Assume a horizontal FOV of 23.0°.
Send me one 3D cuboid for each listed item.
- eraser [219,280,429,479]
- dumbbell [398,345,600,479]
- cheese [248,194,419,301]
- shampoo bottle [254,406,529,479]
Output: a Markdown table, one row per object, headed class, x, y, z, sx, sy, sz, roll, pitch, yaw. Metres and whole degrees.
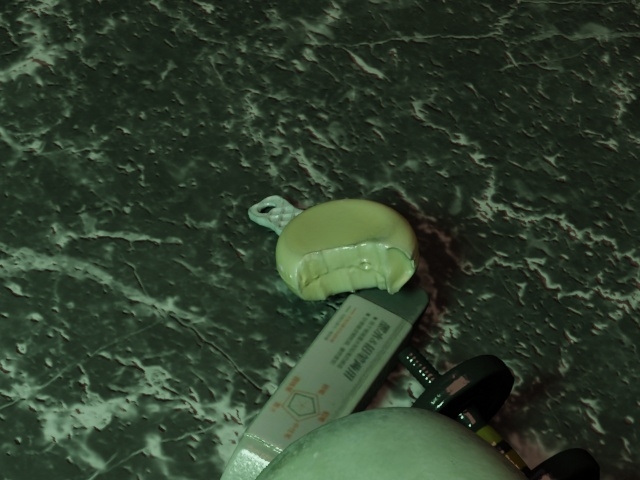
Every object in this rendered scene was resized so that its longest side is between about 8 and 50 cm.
| class | x | y | z | sx | sy | sz | roll | pitch | yaw |
| --- | --- | --- | --- | --- | --- | --- | --- | --- | --- |
| eraser | 0.009 | 0.167 | 1.766 | 0.089 | 0.061 | 0.352 | 27 | 52 | 17 |
| dumbbell | 0.191 | 0.229 | 1.680 | 0.143 | 0.143 | 0.325 | -26 | 57 | -26 |
| cheese | 0.015 | -0.010 | 1.877 | 0.163 | 0.070 | 0.249 | -20 | 32 | -7 |
| shampoo bottle | 0.077 | 0.328 | 1.464 | 0.322 | 0.322 | 0.317 | -10 | 46 | -15 |
